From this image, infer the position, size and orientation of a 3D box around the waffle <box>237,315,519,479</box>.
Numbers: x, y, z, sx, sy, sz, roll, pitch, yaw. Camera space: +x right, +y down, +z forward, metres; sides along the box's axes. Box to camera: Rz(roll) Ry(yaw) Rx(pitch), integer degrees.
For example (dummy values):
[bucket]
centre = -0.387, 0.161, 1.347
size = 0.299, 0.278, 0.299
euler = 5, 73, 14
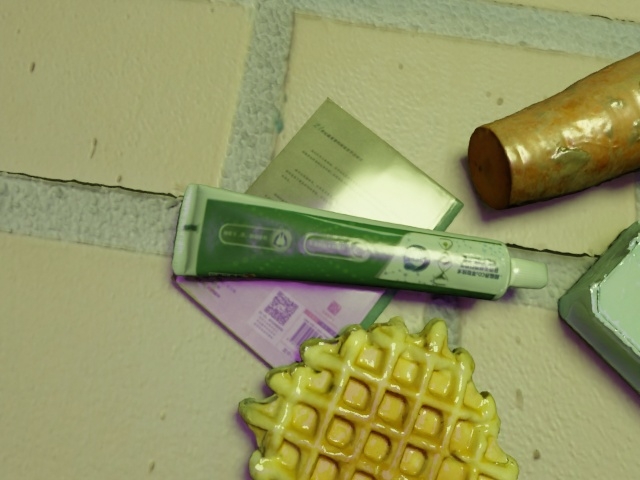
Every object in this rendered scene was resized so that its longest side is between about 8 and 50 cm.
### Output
[waffle]
centre = 0.056, 0.206, 0.469
size = 0.261, 0.056, 0.250
euler = -24, 83, -5

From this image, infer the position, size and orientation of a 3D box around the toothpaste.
[toothpaste]
centre = 0.043, 0.014, 0.498
size = 0.391, 0.061, 0.099
euler = 8, 85, 1

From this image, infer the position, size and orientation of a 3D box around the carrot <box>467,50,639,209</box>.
[carrot]
centre = 0.319, -0.130, 0.529
size = 0.301, 0.139, 0.139
euler = -17, 78, 0

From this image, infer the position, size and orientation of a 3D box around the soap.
[soap]
centre = 0.394, 0.105, 0.493
size = 0.150, 0.094, 0.261
euler = -43, 82, -11

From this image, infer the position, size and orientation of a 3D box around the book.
[book]
centre = 0.000, 0.000, 0.539
size = 0.214, 0.025, 0.283
euler = 40, 79, 6
